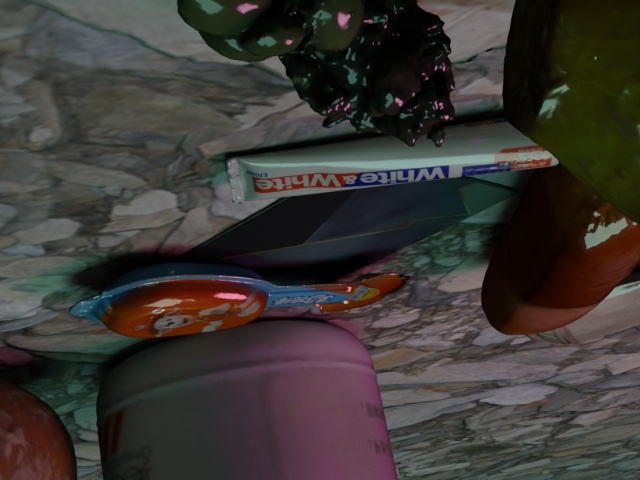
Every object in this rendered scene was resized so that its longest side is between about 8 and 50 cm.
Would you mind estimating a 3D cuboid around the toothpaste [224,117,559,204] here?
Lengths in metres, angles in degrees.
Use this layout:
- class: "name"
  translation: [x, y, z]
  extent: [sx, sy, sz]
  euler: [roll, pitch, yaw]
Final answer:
- class: "toothpaste"
  translation: [0.053, -0.049, 0.774]
  extent: [0.218, 0.033, 0.052]
  euler: [-7, 152, 0]

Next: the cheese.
- class: "cheese"
  translation: [-0.055, 0.043, 0.945]
  extent: [0.256, 0.037, 0.106]
  euler: [0, 160, -26]

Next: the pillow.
- class: "pillow"
  translation: [0.289, 0.050, 1.172]
  extent: [0.232, 0.038, 0.130]
  euler: [-18, 157, 18]

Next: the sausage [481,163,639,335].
- class: "sausage"
  translation: [0.174, 0.004, 0.913]
  extent: [0.089, 0.083, 0.300]
  euler: [-18, 165, -8]

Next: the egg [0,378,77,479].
- class: "egg"
  translation: [-0.298, 0.201, 1.027]
  extent: [0.203, 0.203, 0.245]
  euler: [-26, 178, 36]

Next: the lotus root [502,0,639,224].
- class: "lotus root"
  translation: [0.213, -0.087, 0.565]
  extent: [0.290, 0.193, 0.193]
  euler: [-9, 161, -15]

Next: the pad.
- class: "pad"
  translation: [0.000, 0.000, 0.921]
  extent: [0.163, 0.004, 0.243]
  euler: [9, 152, -45]

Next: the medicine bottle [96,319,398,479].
- class: "medicine bottle"
  translation: [-0.053, 0.254, 1.124]
  extent: [0.256, 0.325, 0.256]
  euler: [-10, 162, -3]

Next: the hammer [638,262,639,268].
- class: "hammer"
  translation: [0.368, -0.003, 1.037]
  extent: [0.226, 0.041, 0.159]
  euler: [-22, 158, 11]

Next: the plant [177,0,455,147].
- class: "plant"
  translation: [0.001, -0.092, 0.560]
  extent: [0.087, 0.085, 0.174]
  euler: [-46, 143, 19]
